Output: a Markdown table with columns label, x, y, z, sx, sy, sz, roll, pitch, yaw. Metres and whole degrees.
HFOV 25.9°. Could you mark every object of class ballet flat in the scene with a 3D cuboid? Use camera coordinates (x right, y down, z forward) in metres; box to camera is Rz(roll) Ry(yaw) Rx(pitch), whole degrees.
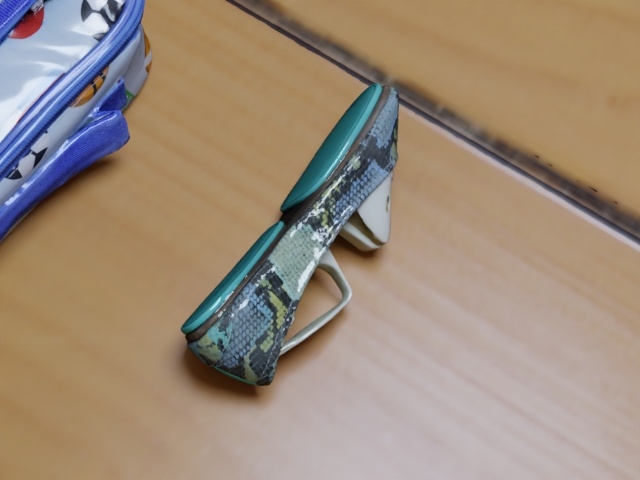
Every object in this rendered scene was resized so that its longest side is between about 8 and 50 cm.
| label | x | y | z | sx | sy | sz | roll | pitch | yaw |
| --- | --- | --- | --- | --- | --- | --- | --- | --- | --- |
| ballet flat | 0.000 | 0.000 | 0.757 | 0.070 | 0.070 | 0.188 | 33 | 72 | 12 |

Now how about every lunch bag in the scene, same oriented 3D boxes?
| label | x | y | z | sx | sy | sz | roll | pitch | yaw |
| --- | --- | --- | --- | --- | --- | --- | --- | --- | --- |
| lunch bag | -0.241 | -0.088 | 0.756 | 0.243 | 0.115 | 0.303 | 37 | 72 | 11 |
